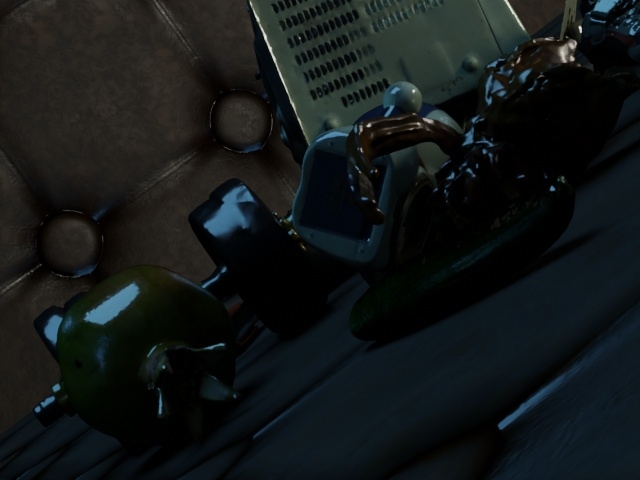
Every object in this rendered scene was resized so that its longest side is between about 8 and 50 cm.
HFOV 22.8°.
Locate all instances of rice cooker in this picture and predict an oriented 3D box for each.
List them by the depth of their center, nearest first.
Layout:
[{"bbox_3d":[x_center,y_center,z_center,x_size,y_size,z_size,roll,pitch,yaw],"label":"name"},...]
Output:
[{"bbox_3d":[0.000,0.000,1.935,0.112,0.106,0.165,-32,2,44],"label":"rice cooker"}]

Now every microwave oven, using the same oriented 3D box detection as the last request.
[{"bbox_3d":[0.094,-0.217,2.067,0.333,0.247,0.394,-25,-6,-1],"label":"microwave oven"}]

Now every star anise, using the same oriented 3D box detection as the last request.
[{"bbox_3d":[0.146,-0.080,1.408,0.346,0.148,0.237,-27,-5,-40],"label":"star anise"}]

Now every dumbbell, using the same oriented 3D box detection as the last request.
[{"bbox_3d":[-0.152,0.080,1.750,0.388,0.185,0.185,-37,5,-9],"label":"dumbbell"}]

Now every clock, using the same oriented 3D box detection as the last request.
[{"bbox_3d":[0.070,-0.062,1.593,0.146,0.199,0.243,11,12,19],"label":"clock"}]

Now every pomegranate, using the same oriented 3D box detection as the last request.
[{"bbox_3d":[-0.156,0.118,1.539,0.181,0.181,0.224,-37,21,-18],"label":"pomegranate"}]

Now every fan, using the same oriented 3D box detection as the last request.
[{"bbox_3d":[0.298,-0.210,1.894,0.009,0.191,0.329,8,-8,12],"label":"fan"}]

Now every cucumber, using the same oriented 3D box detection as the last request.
[{"bbox_3d":[0.104,0.024,1.237,0.056,0.056,0.284,-40,3,-41],"label":"cucumber"}]

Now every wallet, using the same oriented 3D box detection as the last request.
[{"bbox_3d":[-0.164,0.149,1.987,0.204,0.045,0.142,-35,7,21],"label":"wallet"}]

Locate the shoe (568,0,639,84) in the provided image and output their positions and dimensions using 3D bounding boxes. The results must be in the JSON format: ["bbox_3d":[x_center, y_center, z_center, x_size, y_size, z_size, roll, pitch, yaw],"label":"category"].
[{"bbox_3d":[0.339,-0.237,1.715,0.099,0.125,0.227,-34,2,-16],"label":"shoe"}]
